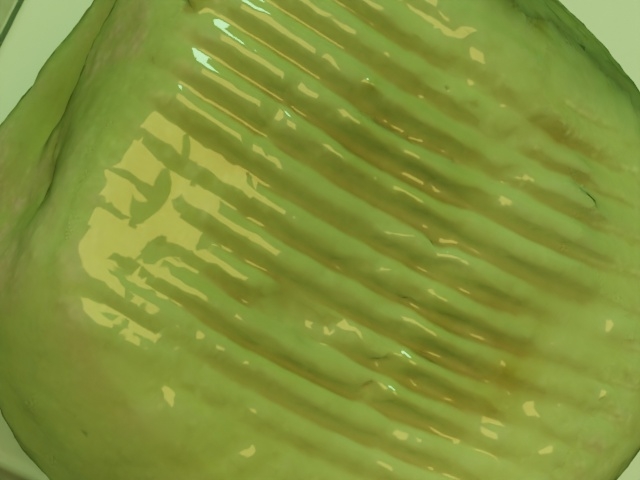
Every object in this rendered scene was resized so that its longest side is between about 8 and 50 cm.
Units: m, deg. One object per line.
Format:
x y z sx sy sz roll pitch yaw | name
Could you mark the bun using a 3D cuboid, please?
0.000 0.000 0.922 0.361 0.213 0.361 -1 94 -18 | bun
